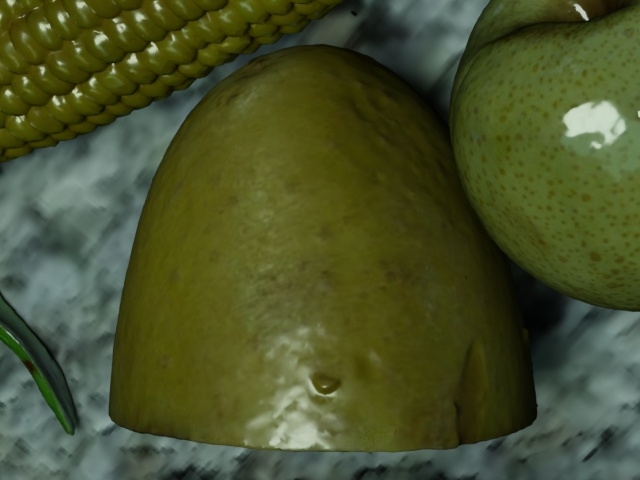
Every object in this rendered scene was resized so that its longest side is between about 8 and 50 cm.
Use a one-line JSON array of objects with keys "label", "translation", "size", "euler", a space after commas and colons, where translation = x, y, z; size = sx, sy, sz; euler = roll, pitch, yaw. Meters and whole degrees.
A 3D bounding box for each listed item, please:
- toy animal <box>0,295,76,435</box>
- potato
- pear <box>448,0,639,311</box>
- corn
[{"label": "toy animal", "translation": [-0.169, -0.005, 0.930], "size": [0.217, 0.041, 0.075], "euler": [47, 119, -6]}, {"label": "potato", "translation": [0.000, 0.000, 0.794], "size": [0.178, 0.203, 0.158], "euler": [1, 96, 23]}, {"label": "pear", "translation": [0.128, -0.050, 0.734], "size": [0.167, 0.167, 0.136], "euler": [-20, 128, 25]}, {"label": "corn", "translation": [-0.079, -0.114, 0.815], "size": [0.322, 0.119, 0.119], "euler": [-26, 99, 30]}]
